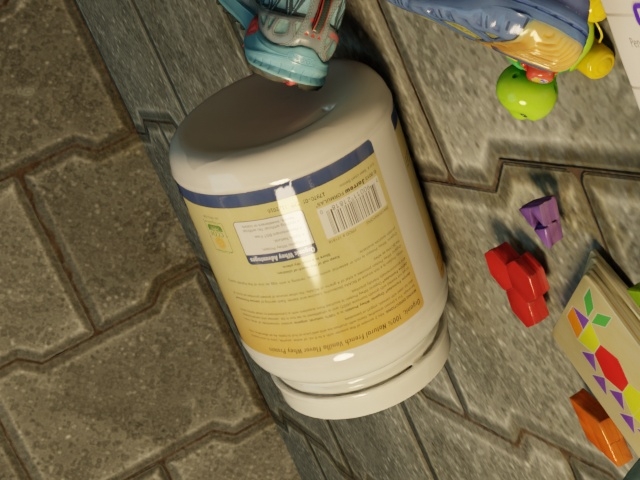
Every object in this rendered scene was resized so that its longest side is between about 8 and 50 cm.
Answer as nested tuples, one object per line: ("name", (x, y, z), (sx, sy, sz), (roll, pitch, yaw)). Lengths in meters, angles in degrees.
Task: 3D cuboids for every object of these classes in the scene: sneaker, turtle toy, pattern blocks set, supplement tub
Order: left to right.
("sneaker", (-0.026, -0.252, 1.295), (0.125, 0.104, 0.262), (-63, 30, 26))
("supplement tub", (0.000, 0.000, 1.341), (0.228, 0.228, 0.316), (38, 151, 58))
("sneaker", (0.094, -0.188, 0.766), (0.112, 0.131, 0.296), (24, -164, -18))
("turtle toy", (0.148, -0.139, 0.904), (0.095, 0.066, 0.130), (49, 161, 41))
("pattern blocks set", (0.254, 0.107, 1.067), (0.325, 0.026, 0.285), (59, 165, 12))

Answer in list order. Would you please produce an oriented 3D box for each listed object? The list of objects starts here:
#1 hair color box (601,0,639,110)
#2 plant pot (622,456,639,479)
("hair color box", (0.240, -0.075, 0.630), (0.339, 0.110, 0.185), (65, 167, -17))
("plant pot", (0.272, 0.247, 0.764), (0.248, 0.252, 0.247), (41, 154, 43))
